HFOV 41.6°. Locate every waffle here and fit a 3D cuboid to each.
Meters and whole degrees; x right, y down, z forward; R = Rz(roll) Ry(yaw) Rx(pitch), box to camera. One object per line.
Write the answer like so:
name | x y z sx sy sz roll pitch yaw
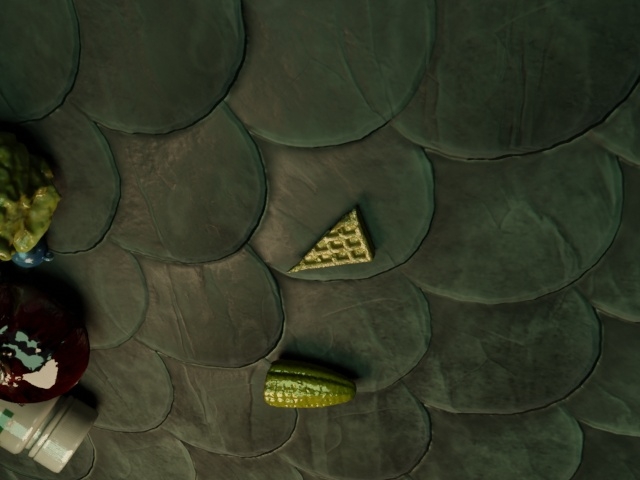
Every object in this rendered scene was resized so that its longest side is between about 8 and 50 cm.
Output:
waffle | 0.000 0.000 1.594 0.191 0.032 0.125 -8 125 25

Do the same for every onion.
onion | -0.674 0.244 1.902 0.314 0.232 0.313 0 123 1

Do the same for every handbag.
handbag | -0.725 0.059 1.911 0.139 0.072 0.115 4 130 2

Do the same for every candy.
candy | -0.020 0.311 1.812 0.199 0.094 0.106 3 126 11

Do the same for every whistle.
whistle | -0.649 0.011 1.824 0.158 0.090 0.090 20 131 5

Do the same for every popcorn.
popcorn | -0.665 -0.079 1.659 0.293 0.237 0.293 8 125 12

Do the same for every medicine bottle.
medicine bottle | -0.744 0.414 2.095 0.340 0.208 0.208 36 131 -7
